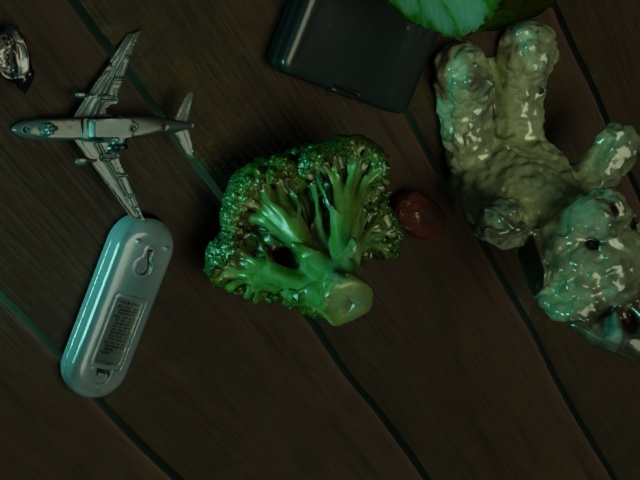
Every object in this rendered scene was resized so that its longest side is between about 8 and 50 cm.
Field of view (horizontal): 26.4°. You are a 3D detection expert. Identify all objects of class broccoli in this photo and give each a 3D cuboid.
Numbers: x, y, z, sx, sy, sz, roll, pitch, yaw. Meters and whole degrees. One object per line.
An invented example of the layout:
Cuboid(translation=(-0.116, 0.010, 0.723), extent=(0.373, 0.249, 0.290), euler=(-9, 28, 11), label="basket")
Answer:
Cuboid(translation=(0.000, 0.000, 1.700), extent=(0.254, 0.269, 0.269), euler=(11, 104, -27), label="broccoli")

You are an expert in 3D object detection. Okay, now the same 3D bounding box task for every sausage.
Cuboid(translation=(0.140, -0.034, 1.931), extent=(0.094, 0.054, 0.059), euler=(33, 89, -42), label="sausage")

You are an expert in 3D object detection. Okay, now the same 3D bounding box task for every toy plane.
Cuboid(translation=(-0.245, -0.132, 1.589), extent=(0.226, 0.058, 0.226), euler=(-5, 97, -36), label="toy plane")

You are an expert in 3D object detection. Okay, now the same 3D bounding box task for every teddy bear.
Cuboid(translation=(0.349, -0.073, 1.873), extent=(0.327, 0.362, 0.375), euler=(-21, 124, -30), label="teddy bear")

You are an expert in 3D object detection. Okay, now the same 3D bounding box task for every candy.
Cuboid(translation=(-0.408, -0.153, 1.463), extent=(0.226, 0.051, 0.094), euler=(-36, 138, -17), label="candy")

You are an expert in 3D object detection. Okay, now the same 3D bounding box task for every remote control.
Cuboid(translation=(-0.250, 0.082, 1.692), extent=(0.087, 0.047, 0.244), euler=(16, 99, -38), label="remote control")

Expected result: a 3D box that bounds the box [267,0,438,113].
Cuboid(translation=(0.049, -0.264, 1.757), extent=(0.230, 0.050, 0.160), euler=(15, 100, -41), label="box")

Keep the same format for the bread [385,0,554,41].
Cuboid(translation=(0.144, -0.419, 1.542), extent=(0.129, 0.366, 0.382), euler=(-29, 164, -22), label="bread")
